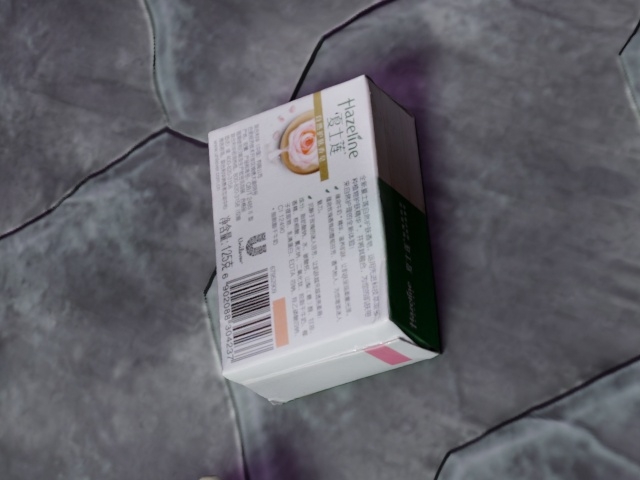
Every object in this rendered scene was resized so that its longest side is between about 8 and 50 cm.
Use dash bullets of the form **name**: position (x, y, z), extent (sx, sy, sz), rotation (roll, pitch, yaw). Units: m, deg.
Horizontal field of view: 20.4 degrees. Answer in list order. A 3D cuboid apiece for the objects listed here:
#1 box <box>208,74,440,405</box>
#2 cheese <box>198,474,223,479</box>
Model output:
- **box**: position (0.000, 0.000, 1.241), extent (0.135, 0.081, 0.199), rotation (-18, 62, 25)
- **cheese**: position (-0.141, 0.271, 1.183), extent (0.266, 0.127, 0.233), rotation (-23, 55, 21)
